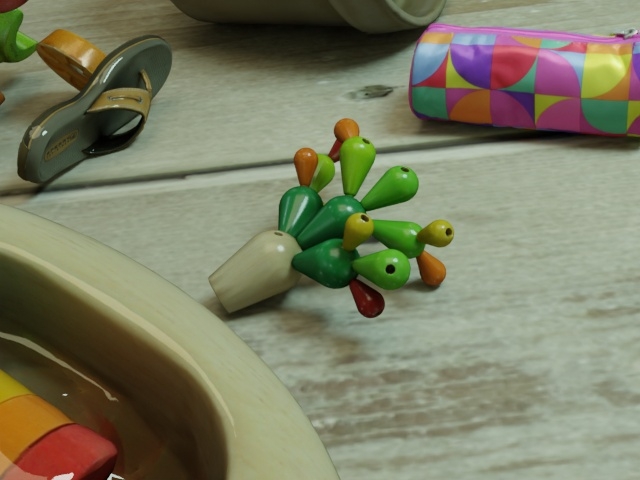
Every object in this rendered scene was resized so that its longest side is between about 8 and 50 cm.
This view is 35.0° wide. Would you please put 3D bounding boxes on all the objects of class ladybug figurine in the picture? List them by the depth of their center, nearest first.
[{"bbox_3d":[-0.190,0.130,0.529,0.449,0.162,0.305,33,47,18],"label":"ladybug figurine"}]

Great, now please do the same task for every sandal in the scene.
[{"bbox_3d":[-0.209,-0.124,1.002,0.060,0.090,0.219,26,45,15],"label":"sandal"}]

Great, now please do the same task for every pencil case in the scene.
[{"bbox_3d":[0.202,-0.155,0.947,0.236,0.104,0.104,4,39,18],"label":"pencil case"}]

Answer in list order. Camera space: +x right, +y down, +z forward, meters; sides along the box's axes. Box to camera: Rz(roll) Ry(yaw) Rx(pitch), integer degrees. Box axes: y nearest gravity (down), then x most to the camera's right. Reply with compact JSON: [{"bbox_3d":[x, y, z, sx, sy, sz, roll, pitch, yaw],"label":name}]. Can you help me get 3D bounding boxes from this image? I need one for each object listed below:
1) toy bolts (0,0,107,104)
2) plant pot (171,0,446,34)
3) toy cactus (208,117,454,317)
[{"bbox_3d":[-0.336,-0.173,1.021,0.218,0.228,0.158,30,76,11],"label":"toy bolts"},{"bbox_3d":[-0.040,-0.371,1.145,0.280,0.323,0.323,-8,34,28],"label":"plant pot"},{"bbox_3d":[0.000,0.000,0.803,0.180,0.112,0.219,-31,41,1],"label":"toy cactus"}]
